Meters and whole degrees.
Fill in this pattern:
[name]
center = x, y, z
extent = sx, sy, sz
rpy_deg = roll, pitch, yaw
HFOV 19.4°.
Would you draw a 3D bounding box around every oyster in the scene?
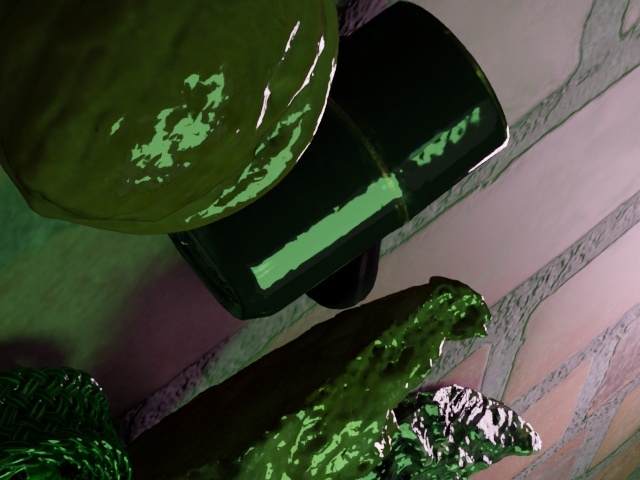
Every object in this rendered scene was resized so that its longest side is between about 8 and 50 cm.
[oyster]
center = 0.090, 0.211, 1.820
extent = 0.199, 0.087, 0.252
rpy_deg = -45, 148, 4

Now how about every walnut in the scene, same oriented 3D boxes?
[walnut]
center = -0.069, -0.078, 0.787
extent = 0.166, 0.149, 0.166
rpy_deg = -54, -172, 11

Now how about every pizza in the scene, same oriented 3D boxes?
[pizza]
center = -0.035, 0.135, 1.189
extent = 0.323, 0.089, 0.223
rpy_deg = -30, -167, 36

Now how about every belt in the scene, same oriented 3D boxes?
[belt]
center = -0.179, 0.122, 1.091
extent = 0.121, 0.079, 0.151
rpy_deg = -38, 152, 18

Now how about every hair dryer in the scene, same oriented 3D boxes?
[hair dryer]
center = 0.000, 0.000, 1.163
extent = 0.189, 0.107, 0.352
rpy_deg = -36, 165, -12
